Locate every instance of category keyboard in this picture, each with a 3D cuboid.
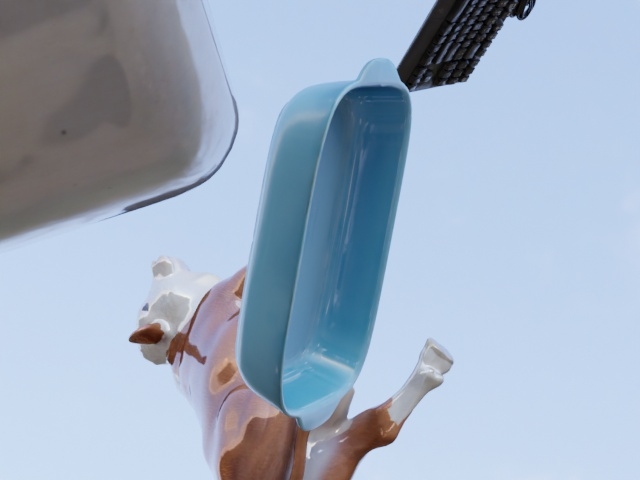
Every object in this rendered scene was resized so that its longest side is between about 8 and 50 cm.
[{"bbox_3d":[0.123,-0.170,1.079,0.108,0.023,0.180,-20,-23,-35],"label":"keyboard"}]

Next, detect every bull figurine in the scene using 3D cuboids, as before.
[{"bbox_3d":[-0.032,0.072,1.023,0.101,0.310,0.188,33,-76,-30],"label":"bull figurine"}]

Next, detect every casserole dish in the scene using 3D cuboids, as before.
[{"bbox_3d":[0.000,0.000,0.758,0.037,0.114,0.188,14,-79,23],"label":"casserole dish"}]

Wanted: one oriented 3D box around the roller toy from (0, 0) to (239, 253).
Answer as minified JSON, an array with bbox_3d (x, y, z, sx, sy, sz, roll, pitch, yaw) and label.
[{"bbox_3d":[-0.112,-0.084,0.376,0.146,0.191,0.209,-17,-91,0],"label":"roller toy"}]
